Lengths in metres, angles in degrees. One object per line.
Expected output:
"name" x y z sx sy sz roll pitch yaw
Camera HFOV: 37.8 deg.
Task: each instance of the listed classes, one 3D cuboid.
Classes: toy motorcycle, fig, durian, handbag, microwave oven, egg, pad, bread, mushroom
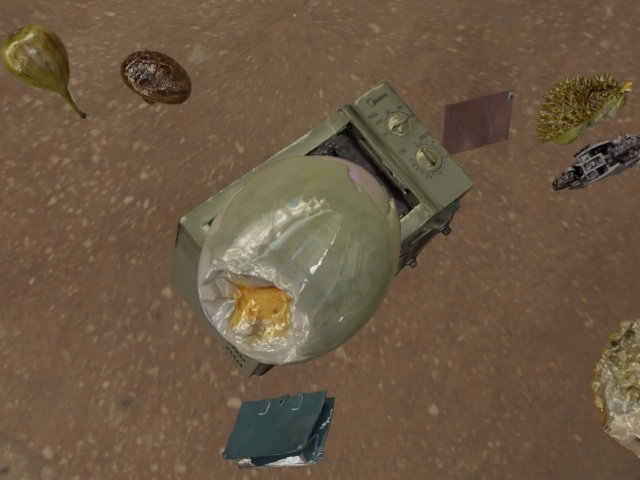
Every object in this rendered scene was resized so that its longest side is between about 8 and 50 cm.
"toy motorcycle" 0.566 -0.160 1.871 0.215 0.122 0.080 -33 74 43
"fig" -0.388 -0.254 1.376 0.166 0.093 0.093 30 103 -39
"durian" 0.416 -0.217 1.490 0.146 0.208 0.102 -32 94 -24
"handbag" -0.079 0.361 1.792 0.221 0.144 0.057 -17 132 37
"microwave oven" 0.000 0.000 1.289 0.355 0.286 0.218 -37 80 -22
"egg" -0.012 0.008 0.913 0.183 0.217 0.183 19 131 24
"pad" 0.323 -0.239 1.910 0.188 0.006 0.113 -16 123 -30
"bread" 0.554 0.227 1.410 0.274 0.149 0.274 -10 65 22
"mushroom" -0.267 -0.265 1.524 0.126 0.109 0.085 30 88 12
